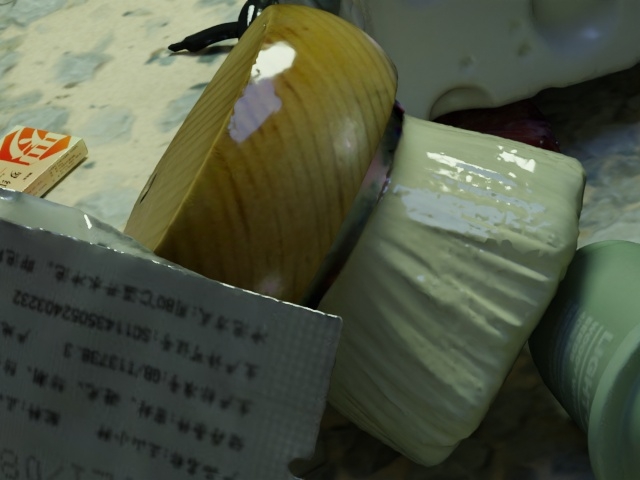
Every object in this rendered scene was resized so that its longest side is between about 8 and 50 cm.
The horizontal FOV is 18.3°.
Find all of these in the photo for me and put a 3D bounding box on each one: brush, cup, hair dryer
[{"bbox_3d":[0.000,0.000,0.950,0.174,0.166,0.266,-64,12,-8],"label":"brush"},{"bbox_3d":[0.148,0.059,0.848,0.120,0.120,0.141,-26,23,-13],"label":"cup"},{"bbox_3d":[-0.063,-0.123,1.269,0.083,0.031,0.079,-15,41,28],"label":"hair dryer"}]

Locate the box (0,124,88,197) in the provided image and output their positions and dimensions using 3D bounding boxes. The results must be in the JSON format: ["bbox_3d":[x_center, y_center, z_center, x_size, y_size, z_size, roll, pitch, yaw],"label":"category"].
[{"bbox_3d":[-0.190,-0.035,1.201,0.058,0.015,0.093,11,44,37],"label":"box"}]

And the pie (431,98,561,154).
[{"bbox_3d":[0.056,-0.038,1.081,0.154,0.036,0.154,-11,35,8],"label":"pie"}]

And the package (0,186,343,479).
[{"bbox_3d":[-0.114,0.093,0.835,0.251,0.204,0.062,18,15,37],"label":"package"}]

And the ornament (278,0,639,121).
[{"bbox_3d":[0.092,-0.232,1.122,0.239,0.239,0.240,-16,26,-10],"label":"ornament"}]
